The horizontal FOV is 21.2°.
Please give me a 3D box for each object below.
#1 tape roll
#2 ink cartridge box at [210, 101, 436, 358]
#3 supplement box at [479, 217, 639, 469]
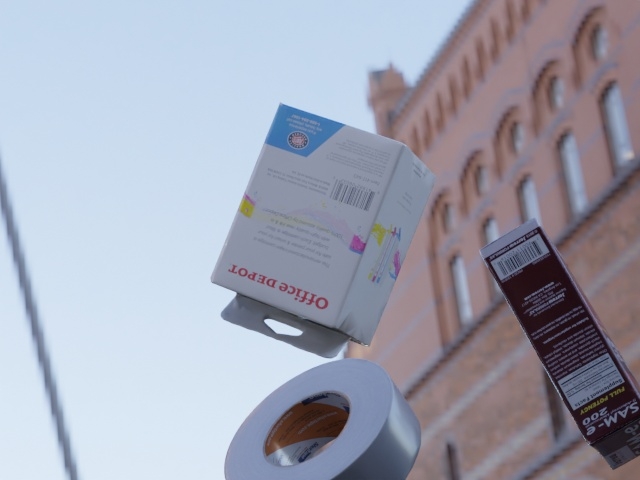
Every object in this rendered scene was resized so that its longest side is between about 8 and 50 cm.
[{"bbox_3d":[0.002,0.234,1.924,0.219,0.219,0.072,-19,-59,25],"label":"tape roll"},{"bbox_3d":[0.000,0.000,1.111,0.092,0.143,0.090,20,-4,20],"label":"ink cartridge box"},{"bbox_3d":[0.260,0.107,1.758,0.073,0.239,0.130,-31,-25,8],"label":"supplement box"}]
